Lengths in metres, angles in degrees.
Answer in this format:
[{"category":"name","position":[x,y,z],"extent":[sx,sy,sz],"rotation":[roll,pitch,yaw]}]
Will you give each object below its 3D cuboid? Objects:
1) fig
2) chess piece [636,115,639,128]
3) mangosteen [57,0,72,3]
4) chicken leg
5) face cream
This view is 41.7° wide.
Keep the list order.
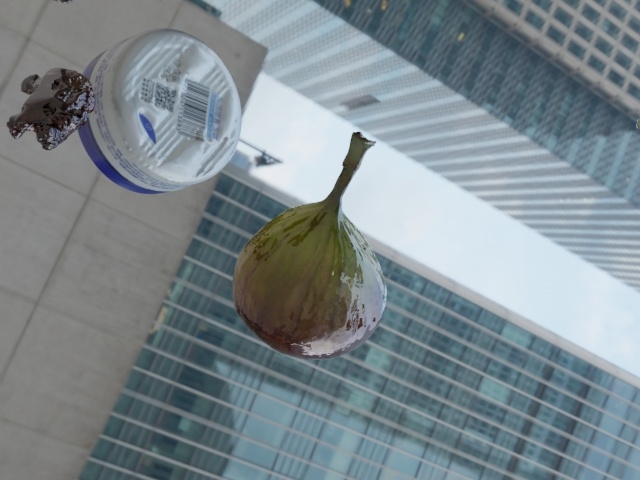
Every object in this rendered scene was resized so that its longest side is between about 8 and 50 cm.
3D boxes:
[{"category":"fig","position":[-0.003,0.004,0.854],"extent":[0.143,0.160,0.231],"rotation":[-141,-120,-81]},{"category":"chess piece","position":[0.432,-0.182,1.059],"extent":[0.042,0.042,0.093],"rotation":[-133,-125,-66]},{"category":"mangosteen","position":[-0.210,-0.293,0.634],"extent":[0.192,0.192,0.217],"rotation":[-105,-170,-58]},{"category":"chicken leg","position":[-0.287,-0.151,0.901],"extent":[0.219,0.089,0.048],"rotation":[-117,-166,-58]},{"category":"face cream","position":[-0.204,-0.168,1.096],"extent":[0.111,0.206,0.206],"rotation":[-7,-122,46]}]
